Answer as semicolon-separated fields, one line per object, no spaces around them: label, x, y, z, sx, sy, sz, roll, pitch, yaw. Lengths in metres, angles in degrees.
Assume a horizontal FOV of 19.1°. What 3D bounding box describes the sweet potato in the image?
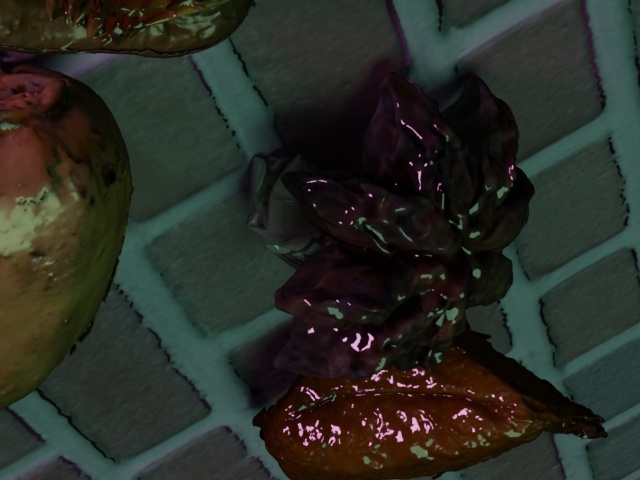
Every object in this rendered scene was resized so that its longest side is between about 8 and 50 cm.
sweet potato;-0.136;-0.135;1.008;0.233;0.062;0.081;1;121;-39

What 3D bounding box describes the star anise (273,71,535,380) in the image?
star anise;0.067;0.008;1.300;0.236;0.109;0.223;-44;148;-17

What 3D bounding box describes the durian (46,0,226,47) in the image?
durian;-0.025;-0.163;0.971;0.252;0.144;0.139;-30;151;-30

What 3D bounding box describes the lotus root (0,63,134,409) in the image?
lotus root;-0.199;0.011;1.100;0.160;0.146;0.284;4;135;-16

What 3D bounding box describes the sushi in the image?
sushi;0.073;0.117;1.518;0.287;0.149;0.140;-12;164;10

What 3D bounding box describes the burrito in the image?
burrito;0.000;0.001;1.355;0.064;0.064;0.203;-32;151;5
